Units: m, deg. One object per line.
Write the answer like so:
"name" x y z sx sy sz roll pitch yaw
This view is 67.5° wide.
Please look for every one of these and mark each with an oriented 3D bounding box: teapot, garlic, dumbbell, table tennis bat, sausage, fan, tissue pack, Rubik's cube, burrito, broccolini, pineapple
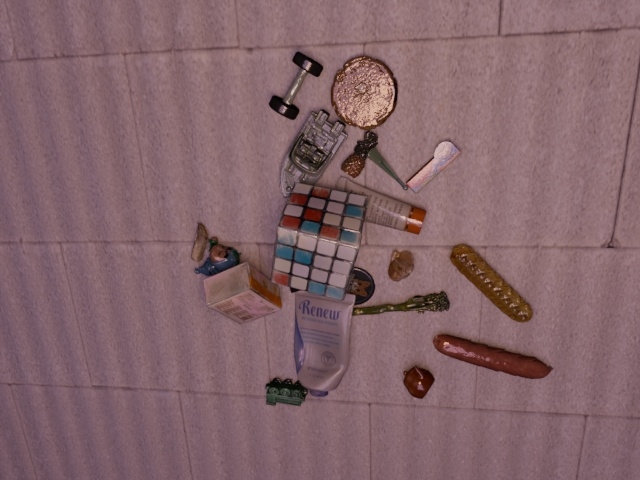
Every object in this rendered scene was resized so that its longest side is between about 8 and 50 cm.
"teapot" 0.356 0.525 1.786 0.116 0.116 0.173 10 136 5
"garlic" 0.283 0.093 1.661 0.074 0.094 0.113 19 110 -41
"dumbbell" -0.078 -0.487 1.510 0.100 0.100 0.191 32 109 -3
"table tennis bat" 0.081 0.156 1.742 0.236 0.027 0.150 14 110 1
"sausage" 0.616 0.420 1.715 0.433 0.088 0.087 14 110 4
"fan" 0.224 -0.230 1.566 0.193 0.016 0.038 40 92 -23
"tissue pack" -0.270 0.191 1.698 0.185 0.124 0.225 -24 146 14
"Rubik's cube" -0.001 -0.001 1.543 0.256 0.253 0.259 13 134 4
"burrito" -0.443 0.011 1.763 0.055 0.041 0.149 24 111 14
"broccolini" 0.269 0.248 1.735 0.392 0.079 0.074 -9 118 19
"pineapple" 0.133 -0.283 1.566 0.074 0.074 0.159 33 102 -3

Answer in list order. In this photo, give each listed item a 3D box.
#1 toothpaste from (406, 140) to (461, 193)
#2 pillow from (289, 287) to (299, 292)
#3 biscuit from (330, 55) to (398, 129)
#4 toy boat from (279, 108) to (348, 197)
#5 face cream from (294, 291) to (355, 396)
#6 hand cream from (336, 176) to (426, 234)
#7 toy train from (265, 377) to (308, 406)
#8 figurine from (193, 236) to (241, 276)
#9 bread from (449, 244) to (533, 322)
"toothpaste" 0.358 -0.243 1.554 0.070 0.044 0.193 45 109 -6
"pillow" -0.066 0.141 1.730 0.150 0.048 0.090 -13 88 38
"biscuit" 0.138 -0.464 1.514 0.226 0.042 0.225 3 110 9
"toy boat" -0.040 -0.270 1.580 0.141 0.092 0.319 34 111 -1
"face cream" 0.006 0.383 1.787 0.235 0.137 0.420 7 102 21
"hand cream" 0.191 -0.099 1.608 0.314 0.089 0.139 20 116 6
"toy train" -0.136 0.609 1.905 0.171 0.071 0.111 7 118 5
"figurine" -0.386 0.068 1.744 0.178 0.114 0.144 -22 106 24
"bread" 0.583 0.150 1.636 0.367 0.084 0.077 42 67 -8
